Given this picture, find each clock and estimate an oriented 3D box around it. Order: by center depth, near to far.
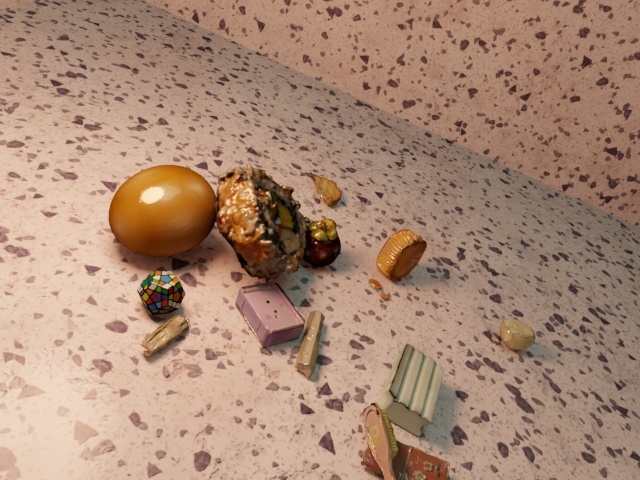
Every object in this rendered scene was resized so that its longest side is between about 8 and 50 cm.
[{"bbox_3d":[-0.155,0.220,1.763,0.145,0.073,0.193,-7,44,-39],"label":"clock"}]

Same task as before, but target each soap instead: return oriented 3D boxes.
[{"bbox_3d":[0.270,0.436,1.722,0.150,0.094,0.261,33,32,4],"label":"soap"}]

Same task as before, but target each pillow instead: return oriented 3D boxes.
[{"bbox_3d":[0.223,0.586,1.516,0.232,0.043,0.126,25,34,3],"label":"pillow"}]

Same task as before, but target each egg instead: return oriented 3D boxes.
[{"bbox_3d":[-0.482,-0.090,1.800,0.282,0.282,0.351,37,39,19],"label":"egg"}]

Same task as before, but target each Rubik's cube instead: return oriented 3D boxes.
[{"bbox_3d":[-0.449,0.148,1.643,0.133,0.112,0.133,17,32,-11],"label":"Rubik's cube"}]

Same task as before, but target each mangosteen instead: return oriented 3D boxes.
[{"bbox_3d":[0.000,0.000,2.072,0.166,0.180,0.166,9,44,-9],"label":"mangosteen"}]

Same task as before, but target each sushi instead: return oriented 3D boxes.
[{"bbox_3d":[-0.181,-0.063,1.859,0.417,0.176,0.417,51,26,-36],"label":"sushi"}]

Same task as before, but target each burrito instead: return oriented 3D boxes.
[{"bbox_3d":[-0.418,0.252,1.579,0.058,0.045,0.188,54,34,-1],"label":"burrito"}]

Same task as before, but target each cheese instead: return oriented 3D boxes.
[{"bbox_3d":[0.212,0.175,2.112,0.047,0.017,0.111,-8,45,-35],"label":"cheese"}]

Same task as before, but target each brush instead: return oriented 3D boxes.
[{"bbox_3d":[0.177,0.554,1.457,0.067,0.072,0.313,16,37,-27],"label":"brush"}]

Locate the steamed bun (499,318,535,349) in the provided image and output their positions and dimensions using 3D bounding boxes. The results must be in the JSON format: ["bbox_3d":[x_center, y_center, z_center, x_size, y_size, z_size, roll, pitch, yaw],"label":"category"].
[{"bbox_3d":[0.711,0.346,2.120,0.130,0.091,0.112,10,31,-16],"label":"steamed bun"}]

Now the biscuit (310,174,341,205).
[{"bbox_3d":[0.027,-0.208,2.497,0.118,0.061,0.183,0,42,-35],"label":"biscuit"}]

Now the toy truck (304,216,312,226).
[{"bbox_3d":[-0.063,-0.037,2.193,0.077,0.076,0.111,52,37,9],"label":"toy truck"}]

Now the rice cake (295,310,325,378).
[{"bbox_3d":[-0.026,0.306,1.748,0.057,0.052,0.256,48,28,-18],"label":"rice cake"}]

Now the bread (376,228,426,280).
[{"bbox_3d":[0.297,0.051,2.178,0.199,0.199,0.104,-14,46,-43],"label":"bread"}]
